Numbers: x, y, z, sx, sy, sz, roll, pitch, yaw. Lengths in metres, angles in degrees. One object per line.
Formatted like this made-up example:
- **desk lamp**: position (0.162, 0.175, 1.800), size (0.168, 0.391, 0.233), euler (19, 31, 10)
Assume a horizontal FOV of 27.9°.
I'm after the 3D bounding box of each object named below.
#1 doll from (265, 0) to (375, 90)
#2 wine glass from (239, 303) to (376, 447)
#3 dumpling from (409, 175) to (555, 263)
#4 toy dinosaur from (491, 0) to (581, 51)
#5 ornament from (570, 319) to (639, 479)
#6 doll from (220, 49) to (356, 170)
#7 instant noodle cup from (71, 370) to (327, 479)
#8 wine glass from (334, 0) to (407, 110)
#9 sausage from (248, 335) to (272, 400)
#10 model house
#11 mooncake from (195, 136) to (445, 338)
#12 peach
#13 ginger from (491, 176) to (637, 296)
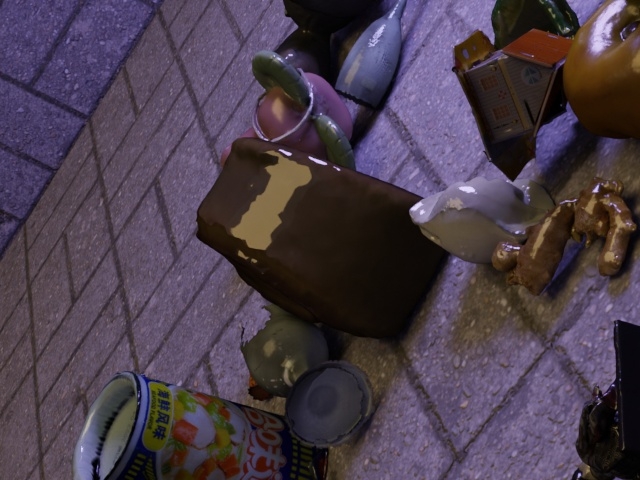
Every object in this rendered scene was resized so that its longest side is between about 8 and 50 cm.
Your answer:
- **doll**: position (0.013, -0.441, 2.432), size (0.382, 0.252, 0.378), euler (22, -111, -87)
- **wine glass**: position (-0.033, 0.201, 2.005), size (0.143, 0.143, 0.321), euler (-61, 25, 3)
- **dumpling**: position (0.228, -0.044, 1.780), size (0.155, 0.181, 0.111), euler (-41, -24, -38)
- **toy dinosaur**: position (0.278, -0.397, 1.864), size (0.301, 0.087, 0.447), euler (64, 148, 9)
- **ornament**: position (0.325, 0.209, 1.365), size (0.196, 0.166, 0.153), euler (124, 158, -49)
- **doll**: position (-0.051, -0.191, 2.297), size (0.216, 0.284, 0.268), euler (-37, -6, -18)
- **instant noodle cup**: position (-0.196, 0.341, 1.967), size (0.284, 0.312, 0.284), euler (-41, 34, 36)
- **wine glass**: position (0.134, -0.387, 2.223), size (0.309, 0.096, 0.264), euler (-64, 5, -1)
- **sausage**: position (-0.100, 0.209, 2.221), size (0.145, 0.048, 0.050), euler (-91, 24, -49)
- **model house**: position (0.297, -0.208, 1.744), size (0.136, 0.207, 0.219), euler (-19, 8, 32)
- **mooncake**: position (0.000, 0.000, 2.033), size (0.246, 0.393, 0.394), euler (-62, -14, -2)
- **peach**: position (0.417, -0.234, 1.589), size (0.251, 0.153, 0.251), euler (-35, 26, 20)
- **ginger**: position (0.318, -0.004, 1.638), size (0.193, 0.052, 0.176), euler (27, 90, 47)
